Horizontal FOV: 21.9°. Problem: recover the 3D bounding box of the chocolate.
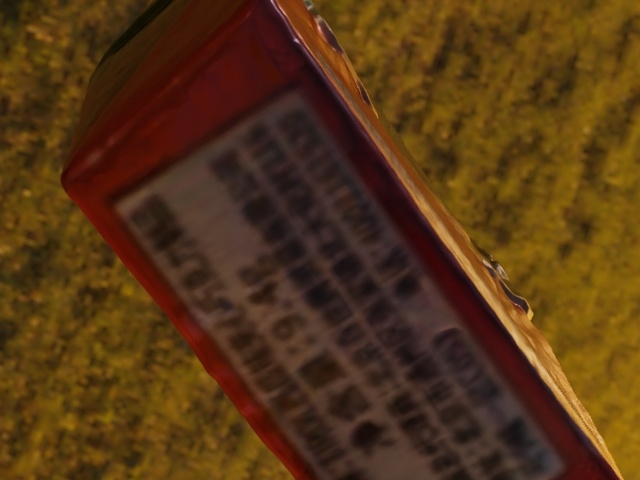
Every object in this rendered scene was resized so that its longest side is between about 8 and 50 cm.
[{"bbox_3d":[0.000,0.000,1.007,0.161,0.360,0.341,-35,-164,6],"label":"chocolate"}]
